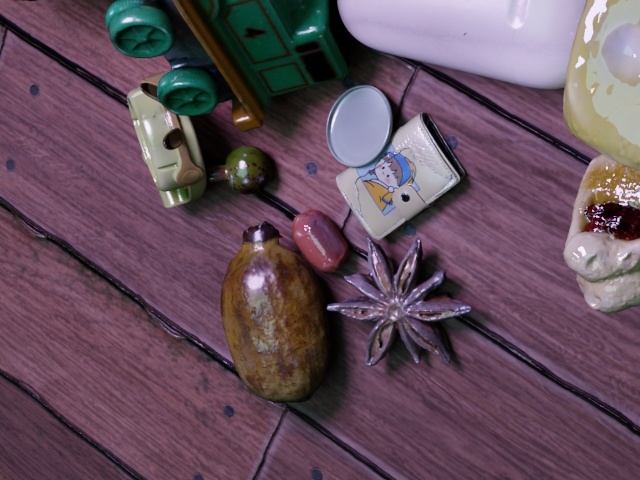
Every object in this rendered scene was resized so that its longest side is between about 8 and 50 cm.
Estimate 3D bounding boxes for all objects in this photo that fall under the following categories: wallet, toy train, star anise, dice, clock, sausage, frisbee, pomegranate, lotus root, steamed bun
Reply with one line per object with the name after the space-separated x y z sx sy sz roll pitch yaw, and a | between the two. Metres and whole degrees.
0.103 -0.081 1.637 0.155 0.039 0.110 -37 80 31 | wallet
-0.112 -0.293 1.540 0.249 0.429 0.178 -10 62 13 | toy train
0.110 0.090 1.657 0.182 0.065 0.195 36 111 14 | star anise
0.406 -0.188 1.327 0.233 0.238 0.227 23 110 25 | dice
-0.211 -0.146 1.702 0.069 0.232 0.170 -19 82 -9 | clock
0.000 0.000 1.699 0.094 0.059 0.054 55 160 7 | sausage
0.052 -0.151 1.648 0.110 0.014 0.110 -8 78 39 | frisbee
-0.108 -0.095 1.727 0.073 0.084 0.073 19 117 43 | pomegranate
-0.063 0.099 1.717 0.145 0.128 0.260 -5 104 22 | lotus root
0.344 0.005 1.420 0.140 0.155 0.172 16 141 45 | steamed bun

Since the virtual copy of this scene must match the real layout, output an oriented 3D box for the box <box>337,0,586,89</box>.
0.188 -0.343 1.476 0.349 0.141 0.289 17 107 26 | box
